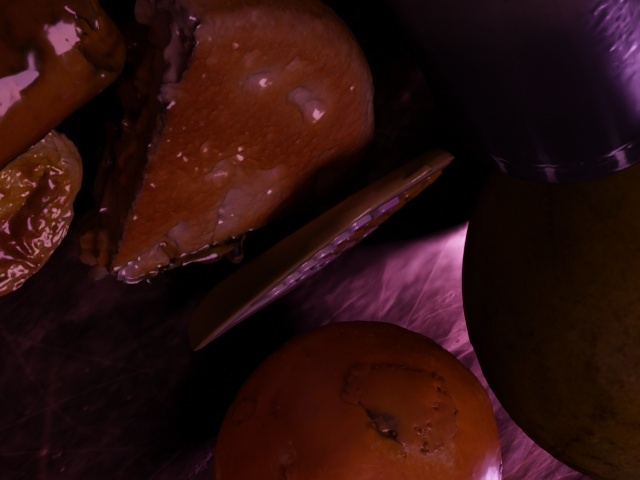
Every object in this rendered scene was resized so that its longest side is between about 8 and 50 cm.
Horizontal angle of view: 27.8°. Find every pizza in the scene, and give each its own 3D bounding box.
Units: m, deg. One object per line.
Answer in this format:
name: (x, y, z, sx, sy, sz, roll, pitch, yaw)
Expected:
pizza: (-0.073, -0.062, 0.806, 0.229, 0.081, 0.289, -46, 157, 8)

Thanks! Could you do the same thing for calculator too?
calculator: (0.000, 0.000, 0.926, 0.236, 0.033, 0.157, -36, 176, 42)

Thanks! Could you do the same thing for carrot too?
carrot: (-0.220, -0.044, 0.621, 0.302, 0.114, 0.114, -40, 149, -13)

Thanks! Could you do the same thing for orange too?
orange: (0.033, 0.190, 1.084, 0.246, 0.246, 0.246, -32, 147, -24)

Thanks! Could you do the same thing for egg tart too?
egg tart: (-0.194, -0.019, 0.737, 0.130, 0.052, 0.130, -31, 145, -25)

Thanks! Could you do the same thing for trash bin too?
trash bin: (0.129, -0.188, 0.795, 0.252, 0.203, 0.301, -14, 153, 17)

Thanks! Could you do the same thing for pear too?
pear: (0.284, 0.038, 1.130, 0.352, 0.352, 0.413, -27, 125, -30)
